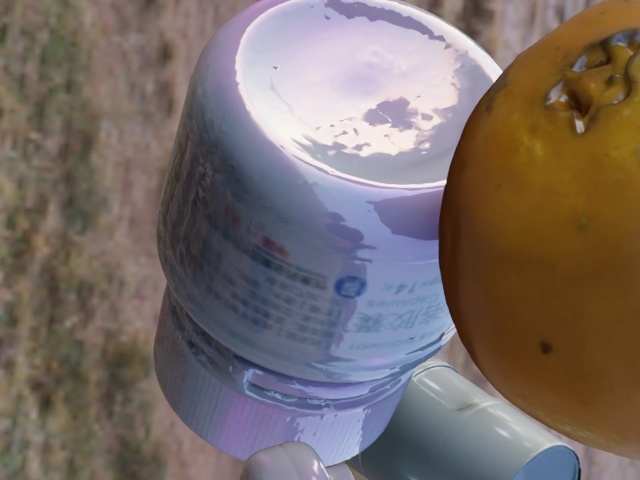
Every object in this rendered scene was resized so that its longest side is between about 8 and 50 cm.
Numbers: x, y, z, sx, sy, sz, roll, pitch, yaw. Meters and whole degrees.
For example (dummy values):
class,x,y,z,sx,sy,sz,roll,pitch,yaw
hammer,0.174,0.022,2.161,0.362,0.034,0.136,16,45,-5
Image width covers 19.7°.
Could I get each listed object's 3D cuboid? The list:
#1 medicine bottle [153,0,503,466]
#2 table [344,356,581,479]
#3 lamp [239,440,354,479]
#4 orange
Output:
class,x,y,z,sx,sy,sz,roll,pitch,yaw
medicine bottle,0.000,0.000,1.413,0.256,0.256,0.325,-66,177,-47
table,0.103,0.177,1.606,0.126,0.220,0.126,-28,135,-32
lamp,-0.013,0.245,1.108,0.179,0.108,0.246,129,-49,-72
orange,0.228,-0.007,1.161,0.312,0.312,0.312,8,90,-76
